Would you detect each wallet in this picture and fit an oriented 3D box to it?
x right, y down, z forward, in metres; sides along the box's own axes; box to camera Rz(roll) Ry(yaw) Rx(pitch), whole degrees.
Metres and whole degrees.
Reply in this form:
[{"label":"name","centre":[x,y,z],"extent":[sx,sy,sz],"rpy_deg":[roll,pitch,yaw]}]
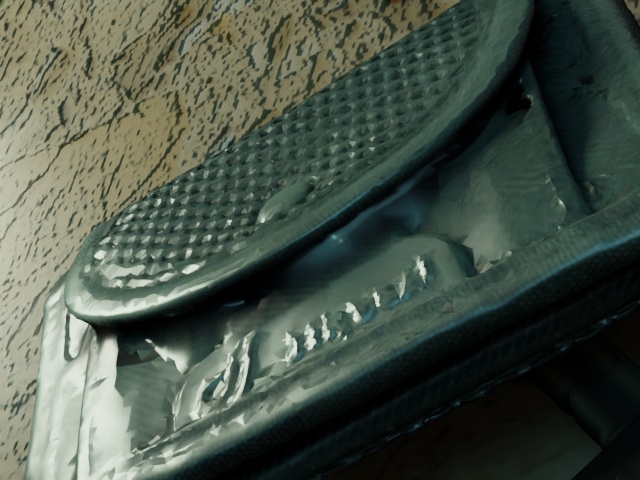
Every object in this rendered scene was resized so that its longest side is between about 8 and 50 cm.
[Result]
[{"label":"wallet","centre":[0.000,0.000,0.566],"extent":[0.342,0.075,0.237],"rpy_deg":[-31,33,17]}]

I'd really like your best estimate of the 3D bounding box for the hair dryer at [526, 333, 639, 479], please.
[{"label":"hair dryer","centre":[0.123,0.032,0.514],"extent":[0.195,0.078,0.248],"rpy_deg":[-43,44,-1]}]
